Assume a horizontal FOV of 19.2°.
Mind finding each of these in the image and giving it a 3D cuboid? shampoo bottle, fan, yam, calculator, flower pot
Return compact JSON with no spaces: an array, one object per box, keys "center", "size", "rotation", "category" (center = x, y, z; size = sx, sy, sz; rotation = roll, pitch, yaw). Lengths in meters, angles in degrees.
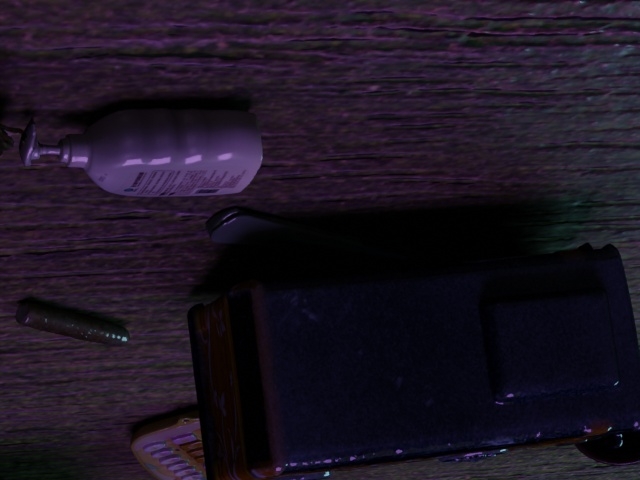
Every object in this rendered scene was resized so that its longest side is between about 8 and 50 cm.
[{"center":[-0.118,-0.055,1.201],"size":[0.152,0.045,0.077],"rotation":[-2,158,-23],"category":"shampoo bottle"},{"center":[0.000,0.000,1.418],"size":[0.193,0.016,0.038],"rotation":[9,148,-37],"category":"fan"},{"center":[-0.193,0.067,1.486],"size":[0.021,0.021,0.116],"rotation":[-25,154,31],"category":"yam"},{"center":[-0.091,0.202,1.835],"size":[0.157,0.033,0.236],"rotation":[-15,154,12],"category":"calculator"},{"center":[0.291,0.164,1.837],"size":[0.111,0.111,0.089],"rotation":[-13,172,7],"category":"flower pot"}]

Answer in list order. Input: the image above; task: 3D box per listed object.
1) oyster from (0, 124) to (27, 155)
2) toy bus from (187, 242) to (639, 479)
[{"center":[-0.216,-0.053,1.096],"size":[0.061,0.106,0.200],"rotation":[43,159,-7],"category":"oyster"},{"center":[0.076,0.098,1.455],"size":[0.323,0.162,0.194],"rotation":[-5,171,-16],"category":"toy bus"}]
